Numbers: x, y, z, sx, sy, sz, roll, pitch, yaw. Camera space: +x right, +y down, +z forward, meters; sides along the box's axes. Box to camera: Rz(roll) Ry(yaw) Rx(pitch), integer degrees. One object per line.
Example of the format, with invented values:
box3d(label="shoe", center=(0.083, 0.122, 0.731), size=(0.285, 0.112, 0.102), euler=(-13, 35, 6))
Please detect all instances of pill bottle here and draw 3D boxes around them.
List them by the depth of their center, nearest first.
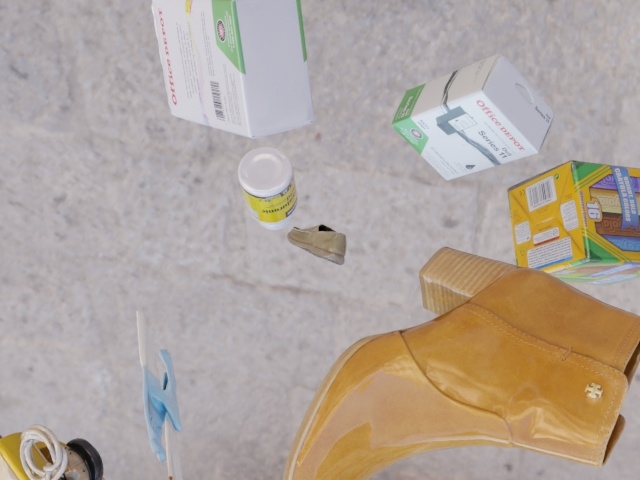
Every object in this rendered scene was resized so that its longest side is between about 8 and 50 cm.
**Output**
box3d(label="pill bottle", center=(-0.060, -0.058, 1.214), size=(0.065, 0.065, 0.116), euler=(10, 157, 8))

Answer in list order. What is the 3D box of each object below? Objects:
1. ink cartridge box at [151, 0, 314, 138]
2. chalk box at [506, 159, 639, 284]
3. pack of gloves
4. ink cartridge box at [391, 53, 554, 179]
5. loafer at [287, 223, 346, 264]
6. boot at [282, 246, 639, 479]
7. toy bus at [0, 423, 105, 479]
box3d(label="ink cartridge box", center=(-0.138, -0.282, 1.547), size=(0.278, 0.117, 0.202), euler=(22, 125, 54))
box3d(label="chalk box", center=(0.504, -0.022, 1.794), size=(0.288, 0.179, 0.180), euler=(4, 164, -29))
box3d(label="pack of gloves", center=(-0.231, 0.248, 1.570), size=(0.046, 0.232, 0.195), euler=(-12, 150, 3))
box3d(label="ink cartridge box", center=(0.242, -0.192, 1.616), size=(0.153, 0.087, 0.208), euler=(41, 148, -23))
box3d(label="loafer", center=(0.000, 0.000, 1.590), size=(0.056, 0.050, 0.148), euler=(28, 178, -36))
box3d(label="boot", center=(0.125, 0.139, 0.813), size=(0.211, 0.295, 0.104), euler=(24, 153, 31))
box3d(label="toy bus", center=(-0.214, 0.206, 0.778), size=(0.202, 0.104, 0.191), euler=(1, 103, 36))
